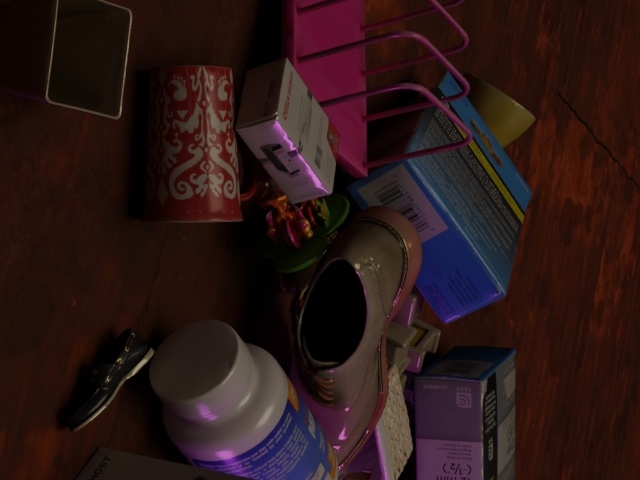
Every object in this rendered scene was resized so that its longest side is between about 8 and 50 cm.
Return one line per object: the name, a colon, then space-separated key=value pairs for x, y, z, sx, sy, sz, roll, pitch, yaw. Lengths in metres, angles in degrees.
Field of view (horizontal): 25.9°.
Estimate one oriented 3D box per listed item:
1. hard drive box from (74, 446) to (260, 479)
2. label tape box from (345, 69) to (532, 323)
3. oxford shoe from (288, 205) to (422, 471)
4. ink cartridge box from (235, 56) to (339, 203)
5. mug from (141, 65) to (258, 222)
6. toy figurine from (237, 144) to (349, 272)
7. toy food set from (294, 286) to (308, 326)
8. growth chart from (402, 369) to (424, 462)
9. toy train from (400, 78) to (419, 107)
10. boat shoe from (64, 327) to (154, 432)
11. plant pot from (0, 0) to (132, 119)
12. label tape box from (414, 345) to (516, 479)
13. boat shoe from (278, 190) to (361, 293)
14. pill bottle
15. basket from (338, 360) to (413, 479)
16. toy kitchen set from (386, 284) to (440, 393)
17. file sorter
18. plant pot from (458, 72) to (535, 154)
hard drive box: x=-0.171 y=0.324 z=1.433 sx=0.181 sy=0.232 sz=0.089 roll=-56 pitch=139 yaw=-40
label tape box: x=0.177 y=-0.068 z=1.967 sx=0.240 sy=0.106 sz=0.334 roll=54 pitch=26 yaw=-13
oxford shoe: x=0.007 y=0.147 z=1.741 sx=0.146 sy=0.140 sz=0.397 roll=-34 pitch=142 yaw=-53
ink cartridge box: x=-0.036 y=-0.124 z=1.576 sx=0.135 sy=0.056 sz=0.099 roll=53 pitch=33 yaw=-40
mug: x=-0.139 y=-0.106 z=1.553 sx=0.150 sy=0.113 sz=0.169 roll=-15 pitch=104 yaw=-78
toy figurine: x=-0.056 y=-0.068 z=1.675 sx=0.173 sy=0.130 sz=0.159 roll=-86 pitch=151 yaw=-60
toy food set: x=-0.009 y=0.094 z=1.874 sx=0.082 sy=0.020 sz=0.083 roll=52 pitch=52 yaw=-50
growth chart: x=0.138 y=0.272 z=2.154 sx=0.237 sy=0.021 sz=0.172 roll=3 pitch=93 yaw=-59
toy train: x=0.136 y=-0.162 z=2.072 sx=0.036 sy=0.027 sz=0.158 roll=-35 pitch=124 yaw=-65
boat shoe: x=-0.233 y=0.150 z=1.489 sx=0.042 sy=0.049 sz=0.133 roll=49 pitch=56 yaw=-16
plant pot: x=-0.257 y=-0.179 z=1.336 sx=0.109 sy=0.096 sz=0.109 roll=9 pitch=87 yaw=-59
label tape box: x=0.226 y=0.353 z=2.125 sx=0.249 sy=0.115 sz=0.348 roll=-19 pitch=107 yaw=-70
boat shoe: x=0.000 y=0.000 z=1.835 sx=0.178 sy=0.060 sz=0.064 roll=-58 pitch=141 yaw=-37
pill bottle: x=-0.091 y=0.215 z=1.626 sx=0.152 sy=0.152 sz=0.272 roll=-64 pitch=144 yaw=-31
basket: x=0.054 y=0.253 z=1.922 sx=0.103 sy=0.113 sz=0.167 roll=-48 pitch=134 yaw=-51
toy kitchen set: x=0.100 y=0.100 z=2.004 sx=0.166 sy=0.122 sz=0.207 roll=-45 pitch=152 yaw=-48
file sorter: x=0.076 y=-0.260 z=1.733 sx=0.202 sy=0.182 sz=0.291 roll=34 pitch=50 yaw=-56
plant pot: x=0.256 y=-0.187 z=2.190 sx=0.095 sy=0.134 sz=0.134 roll=-57 pitch=148 yaw=3
